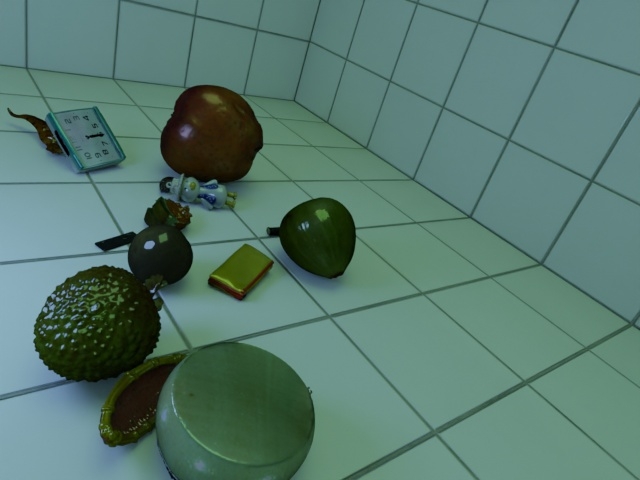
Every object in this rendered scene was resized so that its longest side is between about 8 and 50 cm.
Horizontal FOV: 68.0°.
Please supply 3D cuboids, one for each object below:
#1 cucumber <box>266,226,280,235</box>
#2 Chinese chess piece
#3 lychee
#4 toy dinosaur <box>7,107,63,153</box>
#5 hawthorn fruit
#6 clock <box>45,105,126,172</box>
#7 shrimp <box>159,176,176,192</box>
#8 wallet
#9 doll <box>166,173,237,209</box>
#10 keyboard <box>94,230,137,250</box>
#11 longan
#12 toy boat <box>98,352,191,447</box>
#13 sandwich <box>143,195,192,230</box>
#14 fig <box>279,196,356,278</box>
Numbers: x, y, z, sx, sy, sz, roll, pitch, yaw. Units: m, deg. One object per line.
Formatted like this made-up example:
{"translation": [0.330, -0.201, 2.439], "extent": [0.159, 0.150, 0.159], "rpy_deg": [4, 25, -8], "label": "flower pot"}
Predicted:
{"translation": [-0.152, -0.043, 2.007], "extent": [0.163, 0.043, 0.039], "rpy_deg": [-4, 63, -39], "label": "cucumber"}
{"translation": [-0.184, 0.390, 1.050], "extent": [0.349, 0.146, 0.349], "rpy_deg": [21, 28, -12], "label": "Chinese chess piece"}
{"translation": [-0.514, 0.191, 1.129], "extent": [0.269, 0.270, 0.320], "rpy_deg": [14, 8, -8], "label": "lychee"}
{"translation": [-1.197, -0.489, 2.125], "extent": [0.432, 0.097, 0.208], "rpy_deg": [35, 37, 28], "label": "toy dinosaur"}
{"translation": [-0.488, -0.482, 2.185], "extent": [0.471, 0.472, 0.472], "rpy_deg": [14, 28, -8], "label": "hawthorn fruit"}
{"translation": [-1.002, -0.421, 2.020], "extent": [0.231, 0.116, 0.262], "rpy_deg": [-33, 94, -52], "label": "clock"}
{"translation": [-0.657, -0.234, 2.030], "extent": [0.065, 0.057, 0.165], "rpy_deg": [18, 30, -14], "label": "shrimp"}
{"translation": [-0.269, 0.112, 1.642], "extent": [0.141, 0.067, 0.241], "rpy_deg": [28, 33, 8], "label": "wallet"}
{"translation": [-0.502, -0.204, 2.007], "extent": [0.293, 0.138, 0.119], "rpy_deg": [13, -12, -16], "label": "doll"}
{"translation": [-0.692, 0.002, 1.628], "extent": [0.053, 0.010, 0.155], "rpy_deg": [31, 30, 21], "label": "keyboard"}
{"translation": [-0.493, 0.048, 1.469], "extent": [0.196, 0.197, 0.220], "rpy_deg": [18, -10, -2], "label": "longan"}
{"translation": [-0.395, 0.352, 1.062], "extent": [0.099, 0.141, 0.318], "rpy_deg": [-22, 9, 20], "label": "toy boat"}
{"translation": [-0.556, -0.075, 1.768], "extent": [0.160, 0.109, 0.185], "rpy_deg": [21, 18, -43], "label": "sandwich"}
{"translation": [0.000, 0.000, 1.791], "extent": [0.316, 0.316, 0.316], "rpy_deg": [14, 28, -8], "label": "fig"}
